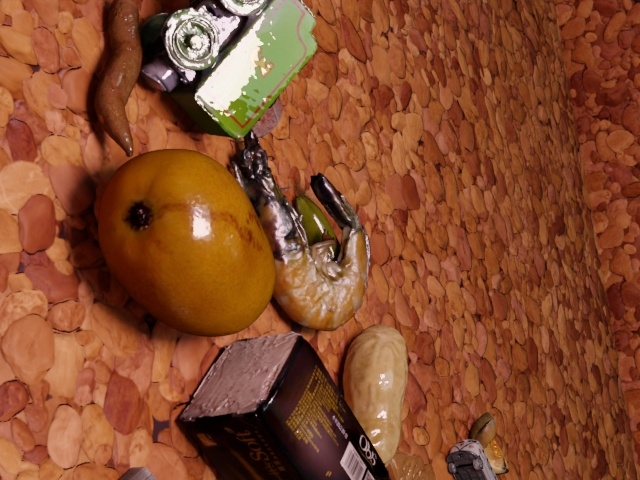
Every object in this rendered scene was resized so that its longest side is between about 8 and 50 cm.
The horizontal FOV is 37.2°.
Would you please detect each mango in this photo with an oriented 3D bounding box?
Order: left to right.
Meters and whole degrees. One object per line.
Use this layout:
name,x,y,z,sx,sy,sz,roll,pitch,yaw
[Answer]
mango,-0.195,0.016,1.506,0.378,0.221,0.263,46,40,-51

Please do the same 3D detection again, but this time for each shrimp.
shrimp,-0.032,-0.042,1.838,0.272,0.085,0.445,-35,104,-37

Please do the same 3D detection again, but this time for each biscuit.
biscuit,0.207,0.541,2.090,0.250,0.035,0.162,51,37,-31

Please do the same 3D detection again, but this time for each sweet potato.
sweet potato,-0.328,-0.261,1.538,0.067,0.059,0.281,22,59,-37

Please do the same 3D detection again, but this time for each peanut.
peanut,0.104,0.315,1.916,0.147,0.148,0.318,38,52,-43

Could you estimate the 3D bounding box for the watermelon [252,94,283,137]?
watermelon,-0.131,-0.321,1.843,0.241,0.095,0.154,70,24,-13

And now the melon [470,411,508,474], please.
melon,0.408,0.501,2.364,0.128,0.079,0.160,-98,169,-71

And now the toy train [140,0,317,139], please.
toy train,-0.156,-0.343,1.649,0.249,0.173,0.307,44,77,-28

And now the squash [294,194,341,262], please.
squash,0.000,0.000,1.936,0.066,0.066,0.201,-38,104,-54

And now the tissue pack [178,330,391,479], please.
tissue pack,-0.041,0.358,1.629,0.370,0.198,0.210,60,35,-24

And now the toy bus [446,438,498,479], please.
toy bus,0.372,0.562,2.278,0.193,0.087,0.089,63,29,-19

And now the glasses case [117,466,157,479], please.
glasses case,-0.306,0.410,1.358,0.205,0.047,0.070,-38,110,-53
